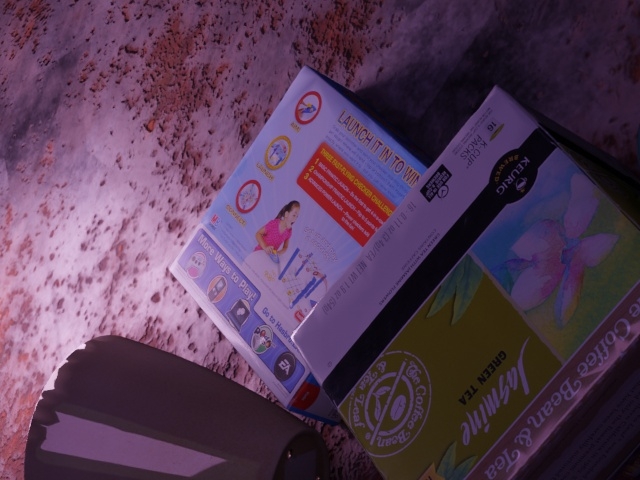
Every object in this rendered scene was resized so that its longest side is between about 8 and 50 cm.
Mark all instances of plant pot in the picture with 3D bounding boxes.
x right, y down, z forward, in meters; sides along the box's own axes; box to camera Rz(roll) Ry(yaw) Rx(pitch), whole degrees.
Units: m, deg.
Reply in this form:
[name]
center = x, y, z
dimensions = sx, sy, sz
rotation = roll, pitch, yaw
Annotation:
[plant pot]
center = -0.137, 0.246, 1.819
dimensions = 0.274, 0.256, 0.256
rotation = 5, 75, 30

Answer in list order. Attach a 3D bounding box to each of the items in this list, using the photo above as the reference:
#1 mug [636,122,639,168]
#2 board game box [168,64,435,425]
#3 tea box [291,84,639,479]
[mug]
center = 0.346, -0.081, 1.528
dimensions = 0.097, 0.158, 0.129
rotation = -18, 87, 44
[board game box]
center = 0.000, 0.000, 1.887
dimensions = 0.302, 0.086, 0.308
rotation = -55, 43, 10
[tea box]
center = 0.202, 0.096, 1.540
dimensions = 0.329, 0.220, 0.323
rotation = -52, 44, 14
